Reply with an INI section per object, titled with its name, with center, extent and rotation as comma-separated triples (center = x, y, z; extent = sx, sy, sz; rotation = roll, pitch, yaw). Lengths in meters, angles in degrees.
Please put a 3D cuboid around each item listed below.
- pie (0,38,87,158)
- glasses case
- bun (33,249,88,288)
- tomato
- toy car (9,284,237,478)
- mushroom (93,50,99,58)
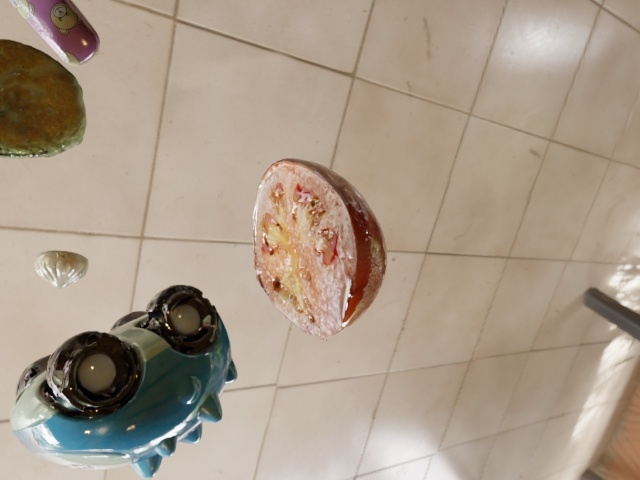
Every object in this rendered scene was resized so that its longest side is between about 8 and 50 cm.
[pie]
center = -0.742, -0.345, 1.195
extent = 0.323, 0.071, 0.322
rotation = 10, 76, -43
[glasses case]
center = -0.715, -0.609, 1.263
extent = 0.123, 0.075, 0.316
rotation = -34, 107, 14
[bun]
center = -0.719, 0.088, 1.342
extent = 0.138, 0.138, 0.094
rotation = 13, 66, -37
[tomato]
center = 0.008, 0.003, 0.901
extent = 0.144, 0.338, 0.337
rotation = -13, 117, -37
[toy car]
center = -0.216, 0.179, 0.581
extent = 0.255, 0.189, 0.190
rotation = -28, 92, -48
[mushroom]
center = -0.820, -0.675, 1.634
extent = 0.154, 0.154, 0.122
rotation = 37, 73, -39
